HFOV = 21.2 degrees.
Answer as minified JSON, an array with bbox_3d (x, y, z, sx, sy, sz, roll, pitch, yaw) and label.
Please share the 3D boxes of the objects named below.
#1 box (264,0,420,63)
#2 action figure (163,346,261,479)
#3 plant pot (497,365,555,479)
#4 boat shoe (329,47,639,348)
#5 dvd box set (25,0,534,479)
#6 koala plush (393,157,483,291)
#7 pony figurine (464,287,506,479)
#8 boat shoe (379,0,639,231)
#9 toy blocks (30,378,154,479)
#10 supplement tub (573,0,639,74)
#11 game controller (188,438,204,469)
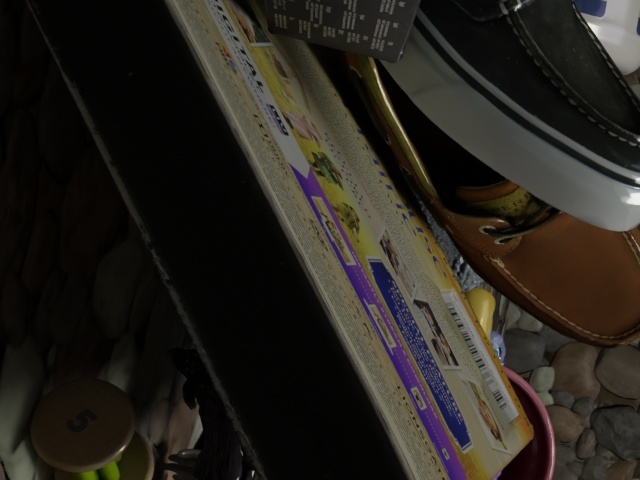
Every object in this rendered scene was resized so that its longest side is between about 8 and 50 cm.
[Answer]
[{"bbox_3d":[0.036,-0.221,0.737,0.307,0.077,0.242,99,5,-87],"label":"box"},{"bbox_3d":[-0.031,0.109,1.076,0.276,0.141,0.164,38,70,-52],"label":"action figure"},{"bbox_3d":[0.131,0.211,1.795,0.180,0.201,0.201,-170,-89,-87],"label":"plant pot"},{"bbox_3d":[0.109,-0.036,1.067,0.111,0.307,0.104,-42,-165,12],"label":"boat shoe"},{"bbox_3d":[0.000,0.000,0.901,0.307,0.062,0.420,63,11,6],"label":"dvd box set"},{"bbox_3d":[0.087,-0.069,1.320,0.221,0.196,0.203,85,27,-73],"label":"koala plush"},{"bbox_3d":[0.091,0.222,1.497,0.351,0.303,0.363,56,33,-57],"label":"pony figurine"},{"bbox_3d":[0.080,-0.154,0.926,0.119,0.335,0.121,-48,167,30],"label":"boat shoe"},{"bbox_3d":[-0.121,0.159,0.888,0.148,0.054,0.123,83,22,-54],"label":"toy blocks"},{"bbox_3d":[0.220,-0.327,1.608,0.228,0.228,0.316,9,91,-78],"label":"supplement tub"},{"bbox_3d":[-0.055,0.189,1.237,0.319,0.067,0.166,-62,144,-55],"label":"game controller"}]
